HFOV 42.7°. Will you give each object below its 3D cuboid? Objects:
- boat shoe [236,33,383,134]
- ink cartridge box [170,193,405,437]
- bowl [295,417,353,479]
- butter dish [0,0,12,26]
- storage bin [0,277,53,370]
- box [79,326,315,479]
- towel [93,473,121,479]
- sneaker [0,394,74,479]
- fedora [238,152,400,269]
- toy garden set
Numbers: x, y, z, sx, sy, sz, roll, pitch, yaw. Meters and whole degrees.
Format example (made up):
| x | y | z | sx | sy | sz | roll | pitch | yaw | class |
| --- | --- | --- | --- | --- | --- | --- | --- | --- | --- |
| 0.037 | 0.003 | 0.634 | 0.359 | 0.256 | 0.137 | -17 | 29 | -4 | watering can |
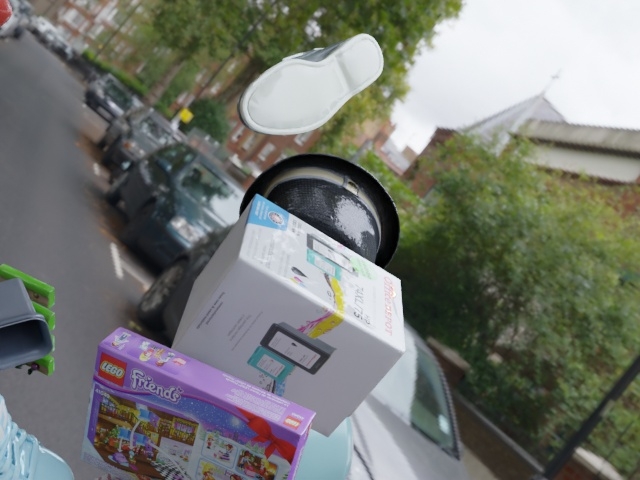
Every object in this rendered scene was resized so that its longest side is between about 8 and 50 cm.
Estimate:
| x | y | z | sx | sy | sz | roll | pitch | yaw | class |
| --- | --- | --- | --- | --- | --- | --- | --- | --- | --- |
| -0.027 | -0.249 | 1.339 | 0.099 | 0.319 | 0.116 | -3 | -65 | 48 | boat shoe |
| -0.041 | 0.110 | 1.205 | 0.270 | 0.197 | 0.198 | 31 | 26 | -14 | ink cartridge box |
| -0.049 | 0.364 | 1.494 | 0.163 | 0.311 | 0.311 | 4 | 15 | -24 | bowl |
| -0.517 | -0.327 | 1.122 | 0.160 | 0.160 | 0.118 | 55 | 0 | -11 | butter dish |
| -0.425 | 0.112 | 1.055 | 0.098 | 0.135 | 0.091 | 97 | -30 | -47 | storage bin |
| -0.170 | 0.261 | 1.087 | 0.293 | 0.201 | 0.057 | 22 | 27 | 11 | box |
| -0.327 | 0.379 | 1.236 | 0.144 | 0.197 | 0.029 | 50 | 22 | -63 | towel |
| -0.415 | 0.243 | 0.976 | 0.366 | 0.150 | 0.135 | 39 | 31 | -43 | sneaker |
| 0.000 | 0.000 | 1.592 | 0.334 | 0.334 | 0.152 | 40 | 23 | -21 | fedora |
| -0.594 | 0.143 | 1.519 | 0.204 | 0.049 | 0.244 | 24 | -48 | 8 | toy garden set |
